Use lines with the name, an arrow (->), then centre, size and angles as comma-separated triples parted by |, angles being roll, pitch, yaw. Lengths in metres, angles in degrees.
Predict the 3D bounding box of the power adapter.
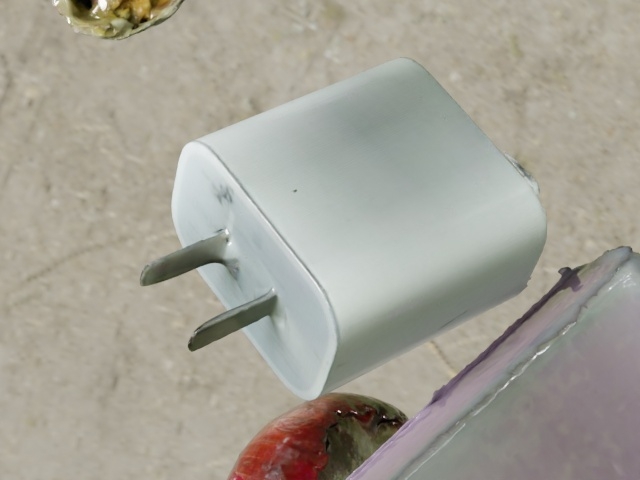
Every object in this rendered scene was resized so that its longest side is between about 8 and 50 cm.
power adapter -> 0.000, 0.000, 1.163 | 0.187, 0.255, 0.124 | 50, 149, 25

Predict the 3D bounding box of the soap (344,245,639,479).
soap -> 0.190, 0.200, 1.185 | 0.296, 0.285, 0.107 | -39, 8, -20

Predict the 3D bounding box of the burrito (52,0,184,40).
burrito -> -0.113, -0.222, 1.045 | 0.143, 0.105, 0.299 | -59, 17, 14

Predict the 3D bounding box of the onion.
onion -> -0.008, 0.272, 1.559 | 0.195, 0.272, 0.272 | 10, 83, 48
